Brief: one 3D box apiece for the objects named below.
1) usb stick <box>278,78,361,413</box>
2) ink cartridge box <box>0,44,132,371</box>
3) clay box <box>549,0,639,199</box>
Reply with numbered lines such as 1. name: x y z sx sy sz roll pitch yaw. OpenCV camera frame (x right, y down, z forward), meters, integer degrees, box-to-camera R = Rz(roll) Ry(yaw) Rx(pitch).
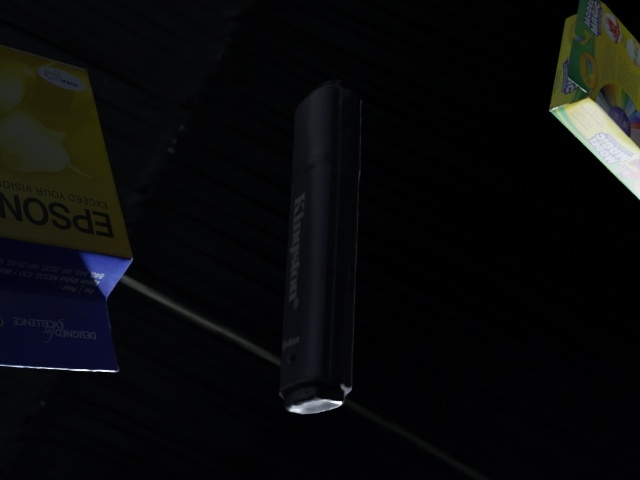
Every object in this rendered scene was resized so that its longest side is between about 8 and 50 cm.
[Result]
1. usb stick: 0.000 0.000 0.841 0.077 0.045 0.278 -26 -125 50
2. ink cartridge box: -0.306 -0.048 0.857 0.072 0.304 0.307 -39 -122 31
3. clay box: 0.311 -0.144 1.066 0.053 0.222 0.127 -19 -135 45
